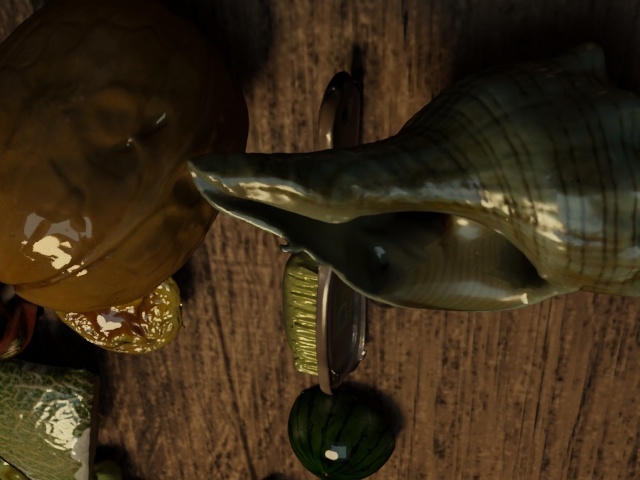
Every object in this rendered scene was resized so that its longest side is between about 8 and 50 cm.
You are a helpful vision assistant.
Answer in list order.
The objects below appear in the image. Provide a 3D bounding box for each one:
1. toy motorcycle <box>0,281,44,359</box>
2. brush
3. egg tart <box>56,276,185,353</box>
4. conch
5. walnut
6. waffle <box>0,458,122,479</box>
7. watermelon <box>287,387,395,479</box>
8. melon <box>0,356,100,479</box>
[{"bbox_3d":[-0.315,-0.043,0.872,0.134,0.207,0.401,-24,124,0],"label":"toy motorcycle"},{"bbox_3d":[-0.002,0.001,0.932,0.067,0.072,0.313,16,134,18],"label":"brush"},{"bbox_3d":[-0.172,0.045,1.018,0.130,0.052,0.130,7,131,8],"label":"egg tart"},{"bbox_3d":[0.115,-0.038,0.795,0.386,0.169,0.203,7,125,6],"label":"conch"},{"bbox_3d":[-0.154,-0.062,0.809,0.193,0.226,0.193,25,173,3],"label":"walnut"},{"bbox_3d":[-0.314,0.328,1.295,0.297,0.073,0.317,3,133,11],"label":"waffle"},{"bbox_3d":[0.015,0.191,1.100,0.105,0.062,0.105,13,138,12],"label":"watermelon"},{"bbox_3d":[-0.258,0.145,1.107,0.202,0.093,0.139,45,130,-15],"label":"melon"}]
